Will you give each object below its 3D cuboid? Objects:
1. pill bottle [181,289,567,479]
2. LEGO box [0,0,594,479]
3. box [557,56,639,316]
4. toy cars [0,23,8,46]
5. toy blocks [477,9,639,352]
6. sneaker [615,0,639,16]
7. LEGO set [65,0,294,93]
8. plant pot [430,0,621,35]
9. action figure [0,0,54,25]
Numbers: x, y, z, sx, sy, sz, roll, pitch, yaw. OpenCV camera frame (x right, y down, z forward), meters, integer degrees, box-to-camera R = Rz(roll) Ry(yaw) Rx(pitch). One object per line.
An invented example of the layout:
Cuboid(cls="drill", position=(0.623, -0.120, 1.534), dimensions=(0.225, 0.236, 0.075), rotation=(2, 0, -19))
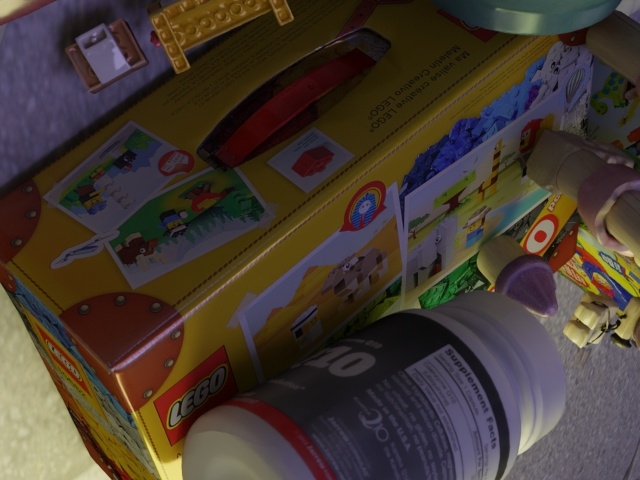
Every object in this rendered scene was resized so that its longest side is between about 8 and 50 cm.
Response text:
Cuboid(cls="pill bottle", position=(0.049, 0.149, 0.982), dimensions=(0.283, 0.161, 0.161), rotation=(-25, 140, -38))
Cuboid(cls="LEGO box", position=(0.000, 0.000, 1.110), dimensions=(0.500, 0.193, 0.372), rotation=(-39, 148, -21))
Cuboid(cls="box", position=(0.335, -0.049, 1.425), dimensions=(0.177, 0.279, 0.290), rotation=(-49, 149, -3))
Cuboid(cls="toy cars", position=(-0.147, -0.247, 0.754), dimensions=(0.394, 0.087, 0.176), rotation=(-51, 149, -2))
Cuboid(cls="toy blocks", position=(0.327, 0.018, 1.047), dimensions=(0.288, 0.260, 0.309), rotation=(11, 116, -33))
Cuboid(cls="sneaker", position=(0.253, -0.270, 1.219), dimensions=(0.129, 0.111, 0.297), rotation=(-36, 168, 31))
Cuboid(cls="LEGO set", position=(-0.068, -0.221, 0.915), dimensions=(0.132, 0.107, 0.287), rotation=(26, 109, -24))
Cuboid(cls="plant pot", position=(0.158, -0.277, 0.933), dimensions=(0.293, 0.293, 0.196), rotation=(-32, 145, -31))
Cuboid(cls="action figure", position=(-0.253, -0.131, 0.647), dimensions=(0.370, 0.248, 0.276), rotation=(-37, -165, 44))
